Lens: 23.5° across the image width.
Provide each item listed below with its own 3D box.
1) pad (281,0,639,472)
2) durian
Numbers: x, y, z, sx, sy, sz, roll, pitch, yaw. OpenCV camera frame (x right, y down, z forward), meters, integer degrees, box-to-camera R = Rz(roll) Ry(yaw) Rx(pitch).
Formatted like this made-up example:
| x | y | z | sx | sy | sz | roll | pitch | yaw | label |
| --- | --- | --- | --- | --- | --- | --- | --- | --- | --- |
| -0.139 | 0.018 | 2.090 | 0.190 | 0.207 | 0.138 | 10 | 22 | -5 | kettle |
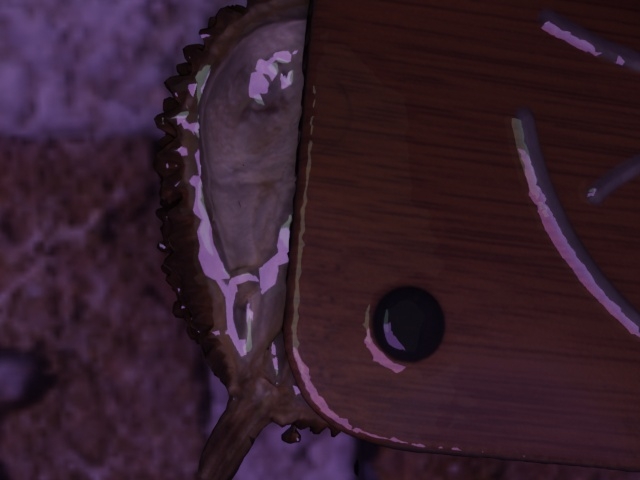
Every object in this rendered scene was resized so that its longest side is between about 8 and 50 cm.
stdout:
| x | y | z | sx | sy | sz | roll | pitch | yaw | label |
| --- | --- | --- | --- | --- | --- | --- | --- | --- | --- |
| 0.136 | -0.060 | 0.529 | 0.286 | 0.018 | 0.284 | 7 | 83 | -11 | pad |
| 0.000 | 0.000 | 0.545 | 0.148 | 0.091 | 0.189 | 26 | 77 | -9 | durian |
